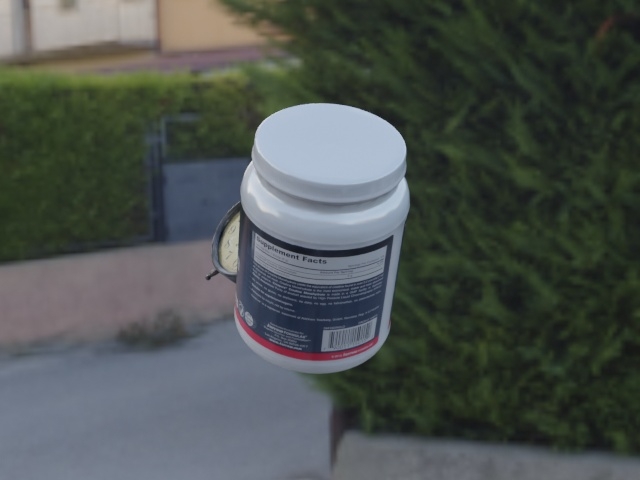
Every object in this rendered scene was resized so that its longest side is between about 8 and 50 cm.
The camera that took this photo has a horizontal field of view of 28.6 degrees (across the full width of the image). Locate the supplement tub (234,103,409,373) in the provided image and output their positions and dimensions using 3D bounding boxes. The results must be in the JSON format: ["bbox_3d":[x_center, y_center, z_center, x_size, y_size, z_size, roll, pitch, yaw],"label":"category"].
[{"bbox_3d":[0.000,0.000,1.452,0.191,0.272,0.191,4,36,-3],"label":"supplement tub"}]

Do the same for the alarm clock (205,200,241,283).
[{"bbox_3d":[-0.072,-0.014,1.703,0.129,0.192,0.064,19,-11,47],"label":"alarm clock"}]
